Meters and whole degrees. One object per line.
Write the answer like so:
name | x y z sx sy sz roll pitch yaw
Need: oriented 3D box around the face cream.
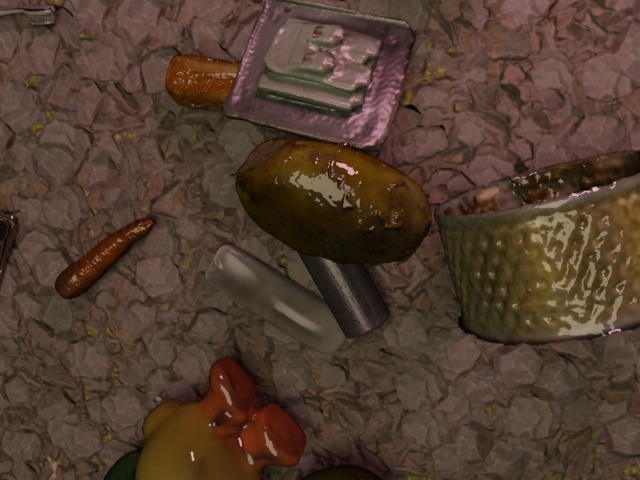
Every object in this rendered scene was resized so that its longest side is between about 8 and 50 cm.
face cream | 0.000 0.000 0.846 0.073 0.073 0.283 -28 97 13

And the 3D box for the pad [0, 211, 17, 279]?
pad | -0.599 -0.005 0.964 0.233 0.022 0.174 26 105 3

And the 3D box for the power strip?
power strip | 0.001 -0.221 0.758 0.213 0.064 0.198 12 70 7

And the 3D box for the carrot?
carrot | -0.321 0.024 0.918 0.191 0.047 0.047 -36 94 10

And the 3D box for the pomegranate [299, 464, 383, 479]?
pomegranate | 0.013 0.429 0.896 0.225 0.187 0.187 -35 95 38

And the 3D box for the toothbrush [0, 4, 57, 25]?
toothbrush | -0.515 -0.323 0.883 0.288 0.024 0.026 2 116 7

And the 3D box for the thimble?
thimble | 0.271 0.002 0.710 0.271 0.271 0.150 -16 98 12

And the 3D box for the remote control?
remote control | -0.064 0.092 0.890 0.229 0.044 0.073 32 107 0

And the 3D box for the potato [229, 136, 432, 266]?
potato | 0.012 -0.044 0.741 0.251 0.113 0.149 16 128 -7

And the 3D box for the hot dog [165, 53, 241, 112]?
hot dog | -0.067 -0.192 0.820 0.289 0.068 0.083 12 77 9

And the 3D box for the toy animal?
toy animal | -0.198 0.353 0.890 0.216 0.191 0.338 44 105 -3
